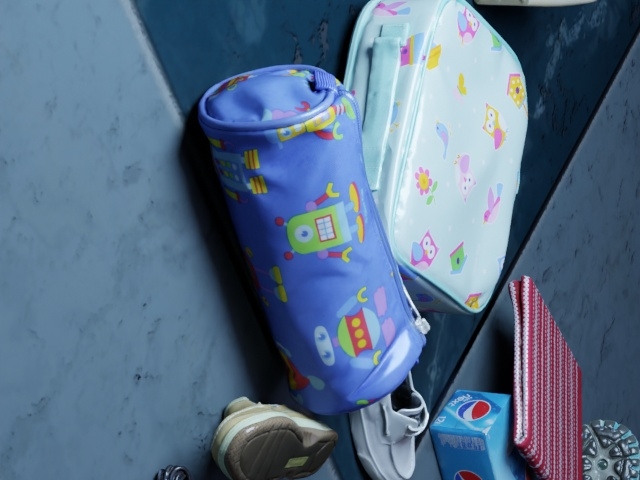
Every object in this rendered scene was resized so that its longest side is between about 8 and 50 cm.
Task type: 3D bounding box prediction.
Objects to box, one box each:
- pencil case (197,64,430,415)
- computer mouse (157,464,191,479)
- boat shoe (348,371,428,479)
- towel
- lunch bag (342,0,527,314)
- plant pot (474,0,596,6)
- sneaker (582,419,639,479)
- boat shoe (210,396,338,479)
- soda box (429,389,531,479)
[{"bbox_3d":[0.000,0.000,1.444,0.119,0.133,0.306,-103,175,-61],"label":"pencil case"},{"bbox_3d":[-0.077,0.238,1.433,0.193,0.042,0.106,11,79,-53],"label":"computer mouse"},{"bbox_3d":[0.068,0.157,1.640,0.066,0.063,0.184,-40,125,-50],"label":"boat shoe"},{"bbox_3d":[0.246,0.181,1.897,0.275,0.031,0.198,54,34,-56],"label":"towel"},{"bbox_3d":[0.093,-0.085,1.618,0.224,0.108,0.279,32,64,-51],"label":"lunch bag"},{"bbox_3d":[0.212,-0.292,1.808,0.096,0.109,0.109,-25,115,-42],"label":"plant pot"},{"bbox_3d":[0.321,0.358,2.039,0.122,0.110,0.283,50,56,-69],"label":"sneaker"},{"bbox_3d":[-0.054,0.160,1.437,0.068,0.072,0.190,-54,158,3],"label":"boat shoe"},{"bbox_3d":[0.178,0.262,1.829,0.071,0.067,0.210,-49,133,-46],"label":"soda box"}]
